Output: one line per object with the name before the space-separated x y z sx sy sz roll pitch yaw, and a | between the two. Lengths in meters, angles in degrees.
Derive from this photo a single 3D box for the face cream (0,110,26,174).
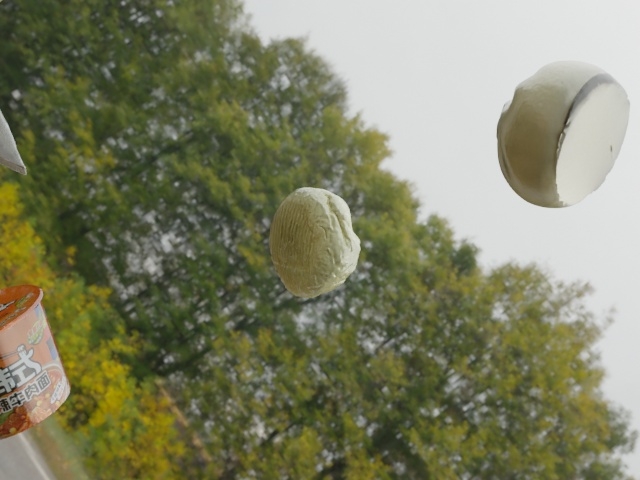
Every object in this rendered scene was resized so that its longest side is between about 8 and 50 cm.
face cream | -0.571 -0.212 1.244 0.234 0.137 0.420 20 -20 -4

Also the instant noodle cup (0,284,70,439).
instant noodle cup | -0.572 0.221 1.499 0.250 0.250 0.192 28 -40 63

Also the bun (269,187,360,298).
bun | 0.000 0.000 1.654 0.220 0.134 0.221 2 -88 54

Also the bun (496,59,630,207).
bun | 0.268 -0.128 0.996 0.119 0.173 0.173 27 -28 37
